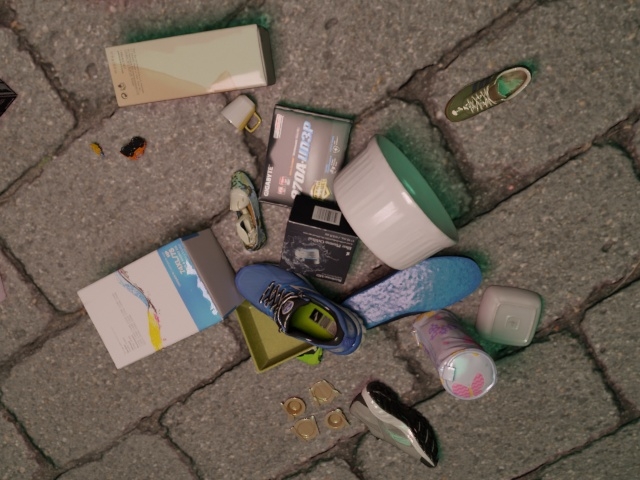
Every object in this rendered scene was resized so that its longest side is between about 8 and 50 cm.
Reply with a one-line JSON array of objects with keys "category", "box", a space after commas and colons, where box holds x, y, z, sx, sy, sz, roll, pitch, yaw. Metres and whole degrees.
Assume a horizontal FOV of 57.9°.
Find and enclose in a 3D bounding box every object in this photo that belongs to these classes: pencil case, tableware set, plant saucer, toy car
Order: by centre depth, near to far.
[{"category": "pencil case", "box": [0.287, 0.242, 1.276, 0.124, 0.273, 0.113, 24, 99, -11]}, {"category": "toy car", "box": [-0.456, -0.211, 1.321, 0.122, 0.060, 0.040, 13, 151, 16]}, {"category": "plant saucer", "box": [-0.092, 0.191, 1.367, 0.188, 0.045, 0.188, -27, 73, 10]}, {"category": "tableware set", "box": [-0.015, 0.439, 1.476, 0.169, 0.020, 0.141, -27, 103, 10]}]

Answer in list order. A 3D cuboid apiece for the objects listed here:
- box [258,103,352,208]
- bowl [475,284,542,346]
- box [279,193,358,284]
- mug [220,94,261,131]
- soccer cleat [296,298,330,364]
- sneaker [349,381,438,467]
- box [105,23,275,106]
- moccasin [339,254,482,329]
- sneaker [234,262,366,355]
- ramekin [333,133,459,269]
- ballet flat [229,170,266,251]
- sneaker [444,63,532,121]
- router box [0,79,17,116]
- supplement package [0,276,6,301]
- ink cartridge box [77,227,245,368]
[{"category": "box", "box": [-0.034, -0.178, 1.287, 0.175, 0.051, 0.220, 12, 106, 0]}, {"category": "bowl", "box": [0.447, 0.185, 1.361, 0.142, 0.053, 0.142, 10, 107, -1]}, {"category": "box", "box": [0.000, 0.000, 1.284, 0.156, 0.093, 0.158, 14, 135, 0]}, {"category": "mug", "box": [-0.172, -0.282, 1.271, 0.064, 0.078, 0.062, -47, 66, 5]}, {"category": "soccer cleat", "box": [-0.017, 0.221, 1.395, 0.072, 0.060, 0.179, 14, 109, 1]}, {"category": "sneaker", "box": [0.188, 0.467, 1.442, 0.271, 0.100, 0.108, 43, 118, -5]}, {"category": "box", "box": [-0.261, -0.362, 1.202, 0.311, 0.148, 0.121, -6, 106, 6]}, {"category": "moccasin", "box": [0.193, 0.106, 1.325, 0.342, 0.117, 0.137, -17, 92, 13]}, {"category": "sneaker", "box": [-0.058, 0.136, 1.264, 0.330, 0.147, 0.129, 26, 87, 24]}, {"category": "ramekin", "box": [0.151, -0.072, 1.199, 0.135, 0.277, 0.277, -37, 100, 20]}, {"category": "ballet flat", "box": [-0.172, -0.062, 1.316, 0.070, 0.070, 0.188, -16, 103, 8]}, {"category": "sneaker", "box": [0.352, -0.310, 1.209, 0.192, 0.086, 0.064, -28, 102, 11]}, {"category": "router box", "box": [-0.877, -0.300, 1.288, 0.309, 0.081, 0.243, -42, 100, 13]}, {"category": "supplement package", "box": [-0.913, 0.108, 1.377, 0.244, 0.134, 0.139, -5, 106, 5]}, {"category": "ink cartridge box", "box": [-0.348, 0.125, 1.303, 0.270, 0.198, 0.197, -26, 93, 10]}]
